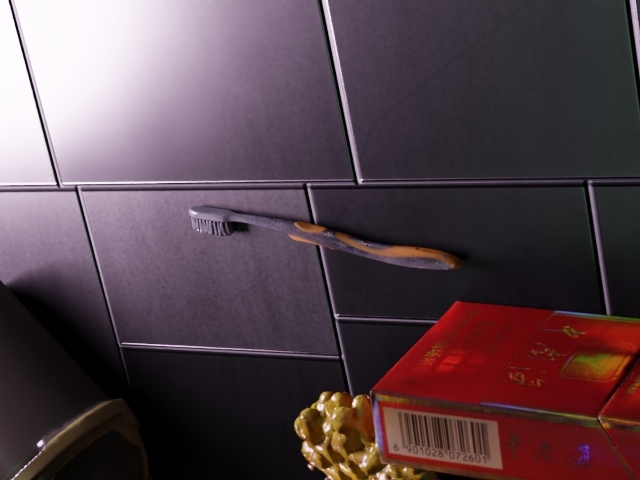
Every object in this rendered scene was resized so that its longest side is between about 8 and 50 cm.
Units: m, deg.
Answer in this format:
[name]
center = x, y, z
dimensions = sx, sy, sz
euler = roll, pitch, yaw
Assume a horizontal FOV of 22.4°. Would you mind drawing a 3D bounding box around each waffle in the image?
[waffle]
center = 0.083, 0.282, 1.660
dimensions = 0.293, 0.069, 0.260
euler = 51, 162, 0

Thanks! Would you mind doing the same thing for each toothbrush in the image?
[toothbrush]
center = 0.000, -0.002, 1.670
dimensions = 0.321, 0.023, 0.031
euler = 9, 124, 29

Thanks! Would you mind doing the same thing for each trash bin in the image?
[trash bin]
center = -0.338, 0.217, 1.868
dimensions = 0.334, 0.214, 0.214
euler = 51, 128, 7

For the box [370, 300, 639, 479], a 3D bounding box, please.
[box]
center = 0.230, 0.144, 1.492
dimensions = 0.313, 0.197, 0.089
euler = 5, 115, 29
